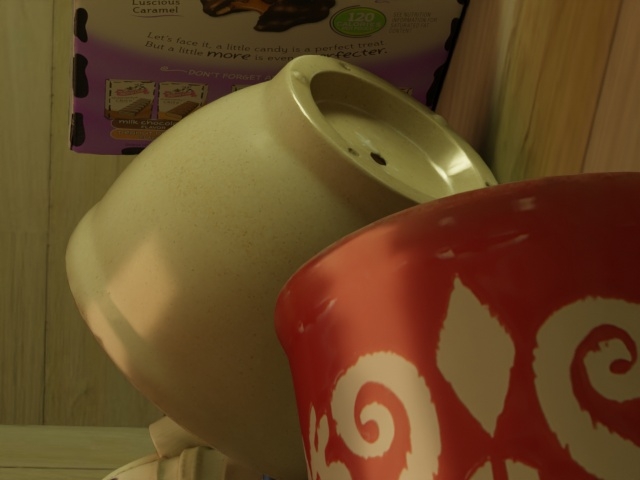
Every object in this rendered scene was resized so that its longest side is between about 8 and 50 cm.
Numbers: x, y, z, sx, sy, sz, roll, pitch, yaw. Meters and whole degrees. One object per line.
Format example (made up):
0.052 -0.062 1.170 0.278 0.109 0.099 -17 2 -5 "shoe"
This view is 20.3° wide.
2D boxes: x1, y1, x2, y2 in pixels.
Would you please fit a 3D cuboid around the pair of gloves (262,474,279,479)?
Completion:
0.007 0.170 0.668 0.159 0.023 0.198 -50 -55 -71 "pair of gloves"

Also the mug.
0.068 0.090 0.361 0.113 0.150 0.169 -28 57 39 "mug"

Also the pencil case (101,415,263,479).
-0.036 0.269 0.764 0.410 0.160 0.183 -96 2 -46 "pencil case"

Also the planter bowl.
0.000 0.000 0.675 0.109 0.162 0.162 -55 22 24 "planter bowl"

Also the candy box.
-0.024 -0.116 0.770 0.196 0.164 0.070 105 164 -58 "candy box"
